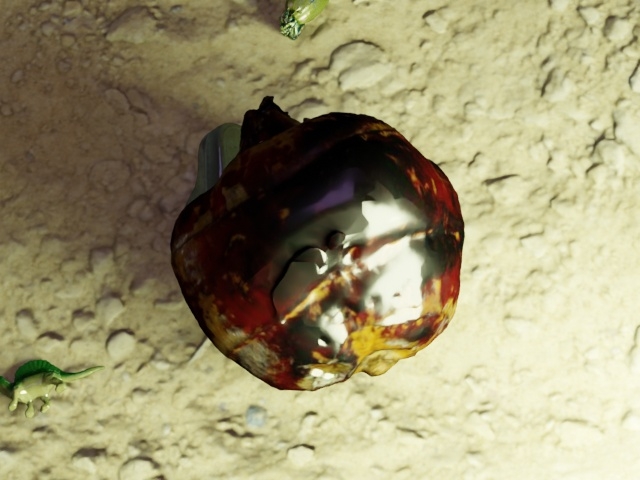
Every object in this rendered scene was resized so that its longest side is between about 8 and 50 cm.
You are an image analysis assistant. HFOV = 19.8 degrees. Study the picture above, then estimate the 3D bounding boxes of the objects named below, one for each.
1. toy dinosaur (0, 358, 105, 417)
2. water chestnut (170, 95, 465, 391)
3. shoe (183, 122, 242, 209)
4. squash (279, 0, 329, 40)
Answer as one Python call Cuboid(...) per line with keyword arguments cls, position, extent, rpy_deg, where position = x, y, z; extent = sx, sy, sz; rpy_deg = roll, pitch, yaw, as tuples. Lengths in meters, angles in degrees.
Cuboid(cls="toy dinosaur", position=(-0.277, 0.139, 1.838), extent=(0.119, 0.029, 0.060), rpy_deg=(-23, 49, -5))
Cuboid(cls="water chestnut", position=(0.000, 0.000, 1.752), extent=(0.289, 0.289, 0.244), rpy_deg=(-18, 28, -2))
Cuboid(cls="shoe", position=(-0.102, -0.023, 1.887), extent=(0.078, 0.079, 0.195), rpy_deg=(-21, 64, 46))
Cuboid(cls="squash", position=(-0.001, -0.301, 2.029), extent=(0.052, 0.052, 0.183), rpy_deg=(16, 63, 16))
